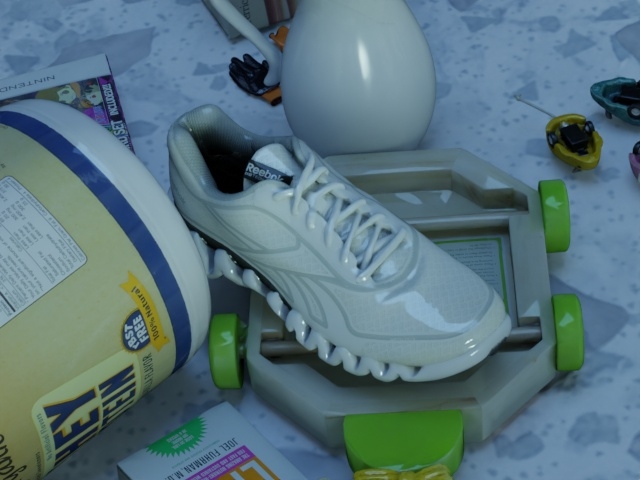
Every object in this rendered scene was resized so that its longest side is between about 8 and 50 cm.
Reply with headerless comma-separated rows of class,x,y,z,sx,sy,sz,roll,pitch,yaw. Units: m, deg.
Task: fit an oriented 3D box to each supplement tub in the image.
supplement tub,-0.255,0.072,1.175,0.228,0.228,0.316,32,57,33

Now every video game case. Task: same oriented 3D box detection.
video game case,-0.255,-0.050,1.430,0.210,0.042,0.232,-15,45,-5

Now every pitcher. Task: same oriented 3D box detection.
pitcher,0.002,-0.154,1.382,0.178,0.207,0.125,4,46,13

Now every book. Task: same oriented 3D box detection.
book,-0.060,0.179,1.185,0.096,0.035,0.144,-30,47,-26

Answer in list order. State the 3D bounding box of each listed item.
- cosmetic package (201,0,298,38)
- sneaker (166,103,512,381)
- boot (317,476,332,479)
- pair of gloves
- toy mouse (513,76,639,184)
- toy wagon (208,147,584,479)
cosmetic package,0.019,-0.317,1.586,0.296,0.153,0.129,-22,45,-12
sneaker,0.000,0.000,1.198,0.292,0.118,0.110,27,53,28
boot,0.050,0.208,1.087,0.158,0.059,0.084,23,92,15
pair of gloves,-0.036,-0.154,1.527,0.083,0.010,0.074,-36,52,-22
toy mouse,0.258,-0.086,1.404,0.143,0.031,0.161,-22,47,-13
toy wagon,0.054,0.063,1.258,0.267,0.068,0.344,-4,45,5
